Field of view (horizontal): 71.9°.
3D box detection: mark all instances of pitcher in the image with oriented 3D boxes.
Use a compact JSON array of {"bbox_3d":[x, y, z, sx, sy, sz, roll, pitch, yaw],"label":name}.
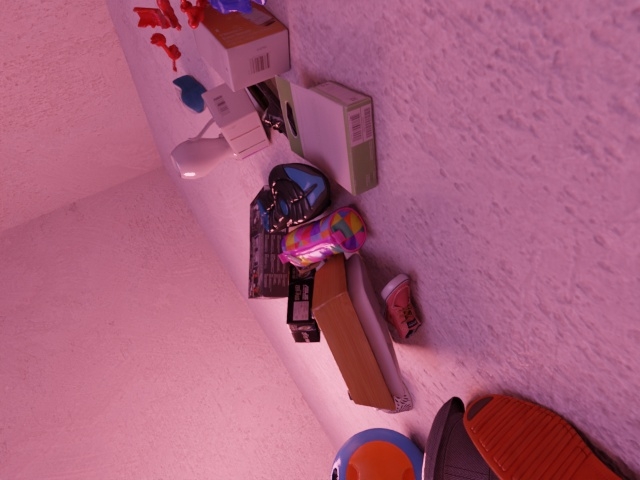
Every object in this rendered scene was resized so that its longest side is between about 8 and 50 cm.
[{"bbox_3d":[-0.381,-0.301,1.435,0.125,0.207,0.177,44,153,40],"label":"pitcher"}]

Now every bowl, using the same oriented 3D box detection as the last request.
[{"bbox_3d":[0.166,0.410,1.207,0.170,0.080,0.170,50,156,31],"label":"bowl"}]

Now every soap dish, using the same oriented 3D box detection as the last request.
[{"bbox_3d":[0.077,0.190,0.958,0.229,0.118,0.290,-87,-25,-70],"label":"soap dish"}]

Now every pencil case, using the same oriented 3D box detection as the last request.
[{"bbox_3d":[0.000,0.000,0.973,0.236,0.104,0.104,-24,94,56],"label":"pencil case"}]

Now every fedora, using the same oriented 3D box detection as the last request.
[{"bbox_3d":[0.282,0.413,0.788,0.124,0.243,0.275,-2,149,33],"label":"fedora"}]

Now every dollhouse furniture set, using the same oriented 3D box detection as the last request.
[{"bbox_3d":[-0.002,0.042,1.086,0.091,0.114,0.081,47,152,41],"label":"dollhouse furniture set"}]

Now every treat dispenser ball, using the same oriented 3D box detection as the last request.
[{"bbox_3d":[0.171,0.684,1.244,0.288,0.288,0.288,50,158,30],"label":"treat dispenser ball"}]

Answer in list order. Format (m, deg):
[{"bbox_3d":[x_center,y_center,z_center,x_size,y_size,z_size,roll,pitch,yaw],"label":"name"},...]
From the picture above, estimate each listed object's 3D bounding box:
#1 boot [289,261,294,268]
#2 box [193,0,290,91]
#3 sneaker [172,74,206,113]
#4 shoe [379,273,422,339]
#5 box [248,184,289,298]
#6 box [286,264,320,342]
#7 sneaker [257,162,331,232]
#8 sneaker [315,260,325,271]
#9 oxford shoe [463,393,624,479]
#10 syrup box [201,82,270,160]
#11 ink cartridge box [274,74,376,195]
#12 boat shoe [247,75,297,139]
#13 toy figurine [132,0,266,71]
[{"bbox_3d":[-0.047,0.122,1.389,0.152,0.073,0.197,60,161,-17],"label":"boot"},{"bbox_3d":[-0.159,-0.393,0.865,0.170,0.130,0.091,51,159,27],"label":"box"},{"bbox_3d":[-0.438,-0.489,1.524,0.228,0.087,0.092,54,167,41],"label":"sneaker"},{"bbox_3d":[0.165,0.135,0.872,0.081,0.063,0.178,50,163,26],"label":"shoe"},{"bbox_3d":[-0.155,0.016,1.284,0.242,0.077,0.307,154,117,-70],"label":"box"},{"bbox_3d":[-0.043,0.179,1.244,0.147,0.078,0.180,79,-170,-56],"label":"box"},{"bbox_3d":[-0.040,-0.102,0.960,0.341,0.140,0.125,-12,96,70],"label":"sneaker"},{"bbox_3d":[0.032,0.161,1.188,0.235,0.095,0.090,67,162,-9],"label":"sneaker"},{"bbox_3d":[0.349,0.356,0.611,0.364,0.130,0.132,34,156,58],"label":"oxford shoe"},{"bbox_3d":[-0.197,-0.285,1.072,0.093,0.096,0.237,62,176,7],"label":"syrup box"},{"bbox_3d":[0.008,-0.205,0.811,0.235,0.056,0.171,44,154,44],"label":"ink cartridge box"},{"bbox_3d":[-0.094,-0.273,0.948,0.223,0.073,0.080,60,161,5],"label":"boat shoe"},{"bbox_3d":[-0.133,-0.458,0.729,0.191,0.217,0.362,78,-158,-69],"label":"toy figurine"}]
